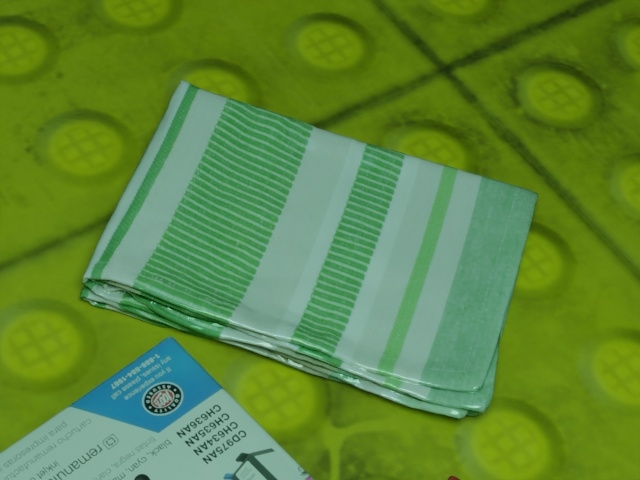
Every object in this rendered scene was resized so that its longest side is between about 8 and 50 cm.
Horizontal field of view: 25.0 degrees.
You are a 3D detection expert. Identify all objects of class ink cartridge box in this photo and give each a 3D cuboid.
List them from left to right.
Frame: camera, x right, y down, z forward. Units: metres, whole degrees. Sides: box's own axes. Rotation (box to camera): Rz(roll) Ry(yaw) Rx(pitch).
[{"bbox_3d":[-0.085,0.220,0.894,0.171,0.168,0.232,-34,66,-31],"label":"ink cartridge box"}]

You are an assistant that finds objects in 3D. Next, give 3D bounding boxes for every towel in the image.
[{"bbox_3d":[0.000,0.000,1.163,0.324,0.038,0.248,17,51,3],"label":"towel"}]

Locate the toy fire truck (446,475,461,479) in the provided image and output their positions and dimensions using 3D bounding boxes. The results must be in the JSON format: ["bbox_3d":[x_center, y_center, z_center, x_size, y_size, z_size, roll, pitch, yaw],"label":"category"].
[{"bbox_3d":[0.097,0.238,0.991,0.192,0.047,0.135,29,54,11],"label":"toy fire truck"}]
